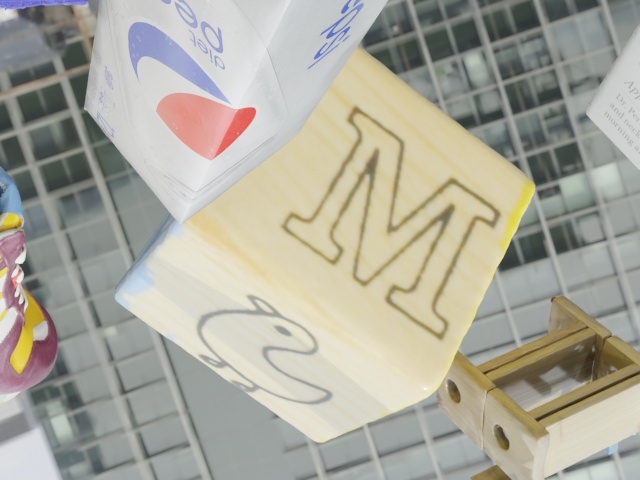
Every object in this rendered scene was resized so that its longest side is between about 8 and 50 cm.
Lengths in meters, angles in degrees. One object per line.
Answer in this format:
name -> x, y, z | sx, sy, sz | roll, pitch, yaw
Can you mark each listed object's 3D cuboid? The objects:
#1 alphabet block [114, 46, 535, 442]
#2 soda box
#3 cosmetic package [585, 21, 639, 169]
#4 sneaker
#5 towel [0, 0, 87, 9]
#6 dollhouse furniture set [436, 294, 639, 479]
alphabet block -> 0.000, 0.000, 0.814 | 0.193, 0.197, 0.192 | -59, -171, -28
soda box -> -0.039, -0.105, 0.531 | 0.098, 0.091, 0.286 | -39, 177, -22
cosmetic package -> 0.264, -0.097, 0.577 | 0.151, 0.151, 0.184 | -29, 160, -27
sneaker -> -0.142, 0.013, 0.461 | 0.084, 0.070, 0.185 | -38, 159, 4
towel -> -0.323, -0.310, 1.114 | 0.308, 0.076, 0.228 | -22, 152, -46
dollhouse furniture set -> 0.180, 0.167, 0.935 | 0.129, 0.184, 0.129 | -19, -142, -23
